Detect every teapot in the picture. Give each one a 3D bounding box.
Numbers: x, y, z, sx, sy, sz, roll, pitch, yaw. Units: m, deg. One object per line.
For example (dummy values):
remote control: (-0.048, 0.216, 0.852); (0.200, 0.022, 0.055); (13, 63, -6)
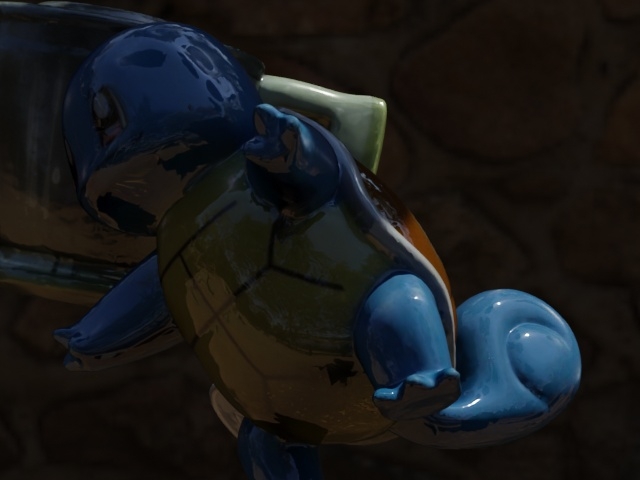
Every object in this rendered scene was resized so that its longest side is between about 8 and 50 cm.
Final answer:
teapot: (-0.142, -0.053, 1.416); (0.321, 0.239, 0.239); (10, -1, -28)

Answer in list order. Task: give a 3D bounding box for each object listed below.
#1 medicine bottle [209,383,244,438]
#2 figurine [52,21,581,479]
medicine bottle: (0.005, 0.106, 1.763); (0.139, 0.139, 0.237); (22, 57, 37)
figurine: (-0.009, 0.031, 1.166); (0.416, 0.298, 0.243); (36, 51, -7)
